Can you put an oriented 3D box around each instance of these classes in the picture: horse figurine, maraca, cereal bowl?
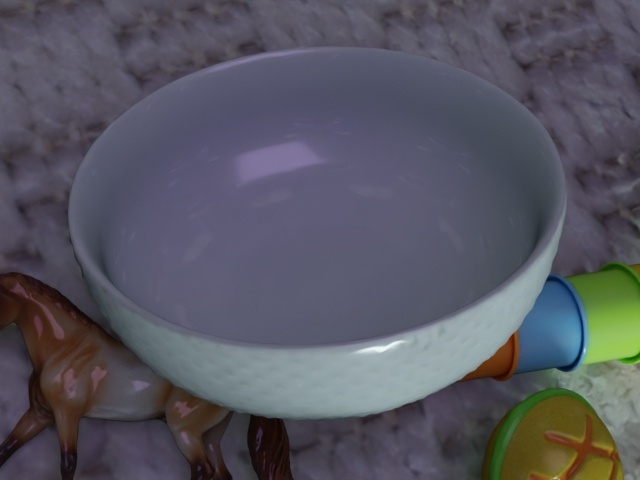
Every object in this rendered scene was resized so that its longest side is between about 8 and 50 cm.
[{"bbox_3d":[-0.134,0.130,0.636,0.263,0.066,0.174,12,74,-10],"label":"horse figurine"},{"bbox_3d":[0.184,0.207,0.687,0.127,0.099,0.185,-14,100,-26],"label":"maraca"},{"bbox_3d":[0.000,0.000,0.644,0.339,0.141,0.339,-3,41,3],"label":"cereal bowl"}]

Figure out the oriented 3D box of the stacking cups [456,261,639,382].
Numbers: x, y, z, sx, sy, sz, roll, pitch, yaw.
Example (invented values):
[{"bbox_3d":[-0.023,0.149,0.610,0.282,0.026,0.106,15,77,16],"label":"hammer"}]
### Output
[{"bbox_3d":[0.176,0.081,0.736,0.316,0.096,0.096,-10,74,-16],"label":"stacking cups"}]
